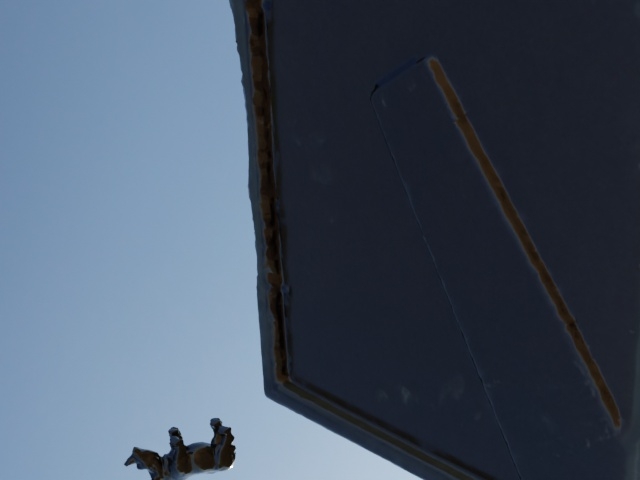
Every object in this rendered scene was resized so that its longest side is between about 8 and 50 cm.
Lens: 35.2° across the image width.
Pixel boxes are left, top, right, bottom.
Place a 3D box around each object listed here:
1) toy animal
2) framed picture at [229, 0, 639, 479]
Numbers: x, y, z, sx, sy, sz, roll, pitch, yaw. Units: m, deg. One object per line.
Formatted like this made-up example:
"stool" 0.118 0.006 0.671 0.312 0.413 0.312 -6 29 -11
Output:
"toy animal" -0.169 0.260 1.213 0.047 0.135 0.065 -123 24 -72
"framed picture" 0.040 -0.028 0.370 0.019 0.209 0.281 -23 -59 -39
